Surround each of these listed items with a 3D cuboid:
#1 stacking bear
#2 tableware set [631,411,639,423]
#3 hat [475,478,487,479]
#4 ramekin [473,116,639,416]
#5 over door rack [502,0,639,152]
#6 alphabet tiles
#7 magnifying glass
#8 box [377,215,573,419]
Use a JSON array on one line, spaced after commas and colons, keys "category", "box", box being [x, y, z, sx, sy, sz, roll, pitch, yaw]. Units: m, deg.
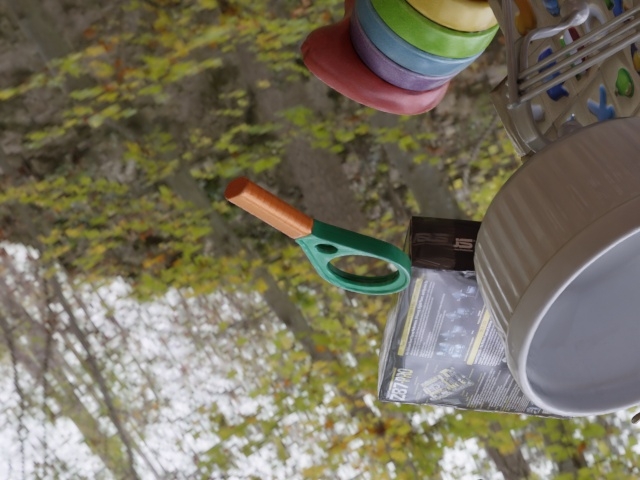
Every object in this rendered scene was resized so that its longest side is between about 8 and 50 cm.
[{"category": "stacking bear", "box": [0.127, -0.275, 1.095, 0.175, 0.164, 0.289, -53, 180, -39]}, {"category": "tableware set", "box": [0.440, 0.208, 1.334, 0.039, 0.128, 0.194, 2, 179, -1]}, {"category": "hat", "box": [0.223, 0.337, 1.115, 0.134, 0.331, 0.331, -58, -144, 4]}, {"category": "ramekin", "box": [0.204, 0.013, 0.719, 0.207, 0.207, 0.109, -26, -132, 0]}, {"category": "over door rack", "box": [0.209, -0.246, 0.691, 0.239, 0.108, 0.324, -28, -114, 50]}, {"category": "alphabet tiles", "box": [0.256, -0.127, 0.946, 0.011, 0.285, 0.342, -14, -158, 41]}, {"category": "magnifying glass", "box": [0.000, 0.000, 1.022, 0.092, 0.231, 0.026, -16, -127, 40]}, {"category": "box", "box": [0.259, 0.125, 1.528, 0.319, 0.395, 0.097, 3, -125, -1]}]
